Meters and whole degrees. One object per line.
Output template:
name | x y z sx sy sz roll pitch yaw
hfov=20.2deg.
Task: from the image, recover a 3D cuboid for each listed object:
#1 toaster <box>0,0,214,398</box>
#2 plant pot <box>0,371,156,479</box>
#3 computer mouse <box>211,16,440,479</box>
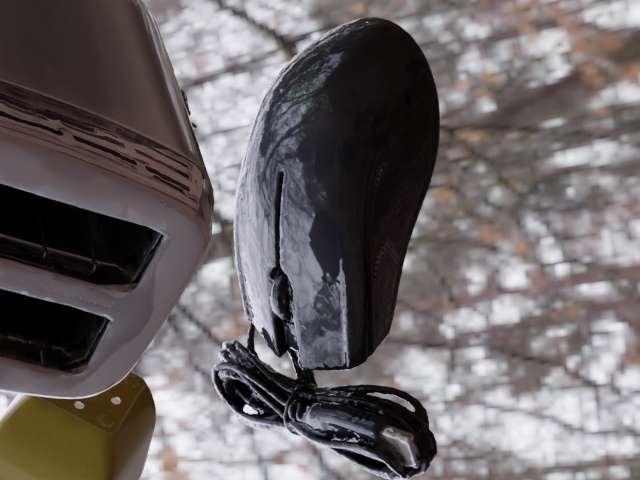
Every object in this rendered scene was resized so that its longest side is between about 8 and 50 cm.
toaster | -0.133 -0.033 0.650 0.227 0.129 0.146 19 -151 -33
plant pot | -0.134 0.104 0.969 0.081 0.083 0.081 27 -141 2
computer mouse | 0.000 0.000 1.082 0.072 0.188 0.272 -1 -77 -45
